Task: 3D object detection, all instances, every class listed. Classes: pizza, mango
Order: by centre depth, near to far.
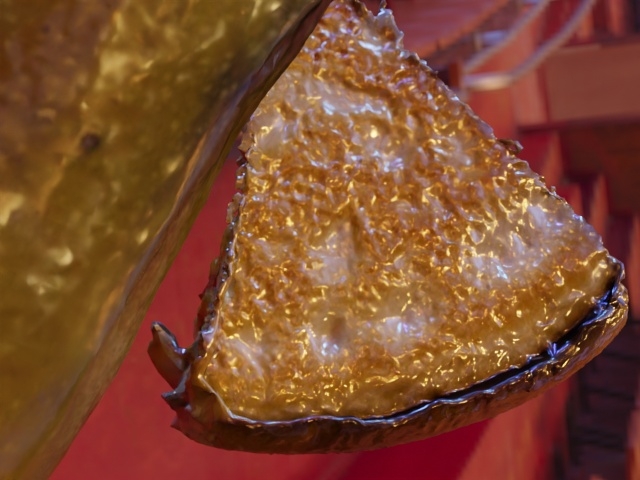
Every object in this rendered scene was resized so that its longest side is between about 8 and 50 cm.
[{"bbox_3d":[-0.128,-0.011,0.474,0.329,0.177,0.175,-58,170,10],"label":"mango"},{"bbox_3d":[0.000,0.000,0.874,0.287,0.251,0.074,49,-26,9],"label":"pizza"}]
